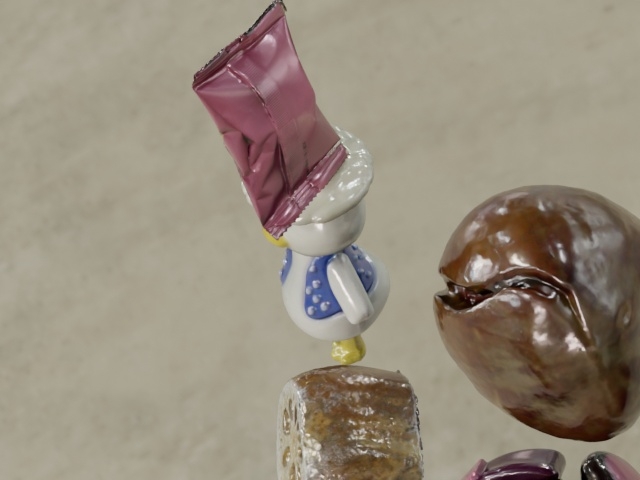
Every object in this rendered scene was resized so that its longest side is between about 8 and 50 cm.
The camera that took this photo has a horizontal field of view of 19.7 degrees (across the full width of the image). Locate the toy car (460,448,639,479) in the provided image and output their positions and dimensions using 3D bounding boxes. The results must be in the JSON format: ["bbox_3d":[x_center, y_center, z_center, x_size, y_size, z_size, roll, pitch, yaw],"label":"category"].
[{"bbox_3d":[0.227,0.371,1.694,0.271,0.340,0.240,-51,-5,23],"label":"toy car"}]

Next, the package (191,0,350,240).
[{"bbox_3d":[-0.019,-0.049,0.744,0.029,0.083,0.059,6,43,42],"label":"package"}]

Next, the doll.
[{"bbox_3d":[0.000,0.000,1.661,0.119,0.293,0.138,-25,51,-13],"label":"doll"}]

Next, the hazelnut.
[{"bbox_3d":[0.215,0.057,1.607,0.218,0.234,0.218,-35,21,15],"label":"hazelnut"}]

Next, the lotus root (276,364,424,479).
[{"bbox_3d":[0.016,0.150,1.277,0.081,0.112,0.122,0,62,-16],"label":"lotus root"}]
